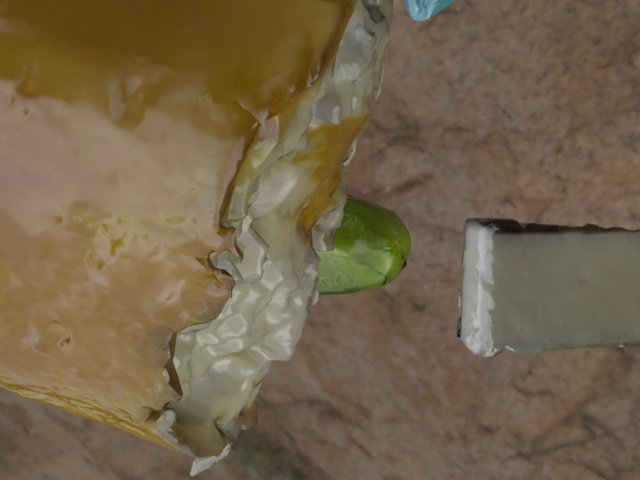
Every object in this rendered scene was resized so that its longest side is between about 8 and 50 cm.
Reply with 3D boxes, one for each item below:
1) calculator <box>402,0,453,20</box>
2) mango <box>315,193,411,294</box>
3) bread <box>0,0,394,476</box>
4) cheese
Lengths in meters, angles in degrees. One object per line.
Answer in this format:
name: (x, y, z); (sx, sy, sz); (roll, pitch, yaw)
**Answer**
calculator: (0.148, -0.383, 1.344); (0.256, 0.386, 0.054); (21, 147, 42)
mango: (0.000, 0.000, 1.055); (0.165, 0.074, 0.091); (4, 139, 31)
bread: (-0.179, -0.039, 0.762); (0.394, 0.250, 0.361); (17, 127, -2)
cheese: (0.243, 0.031, 0.825); (0.034, 0.400, 0.085); (-4, 86, 55)
